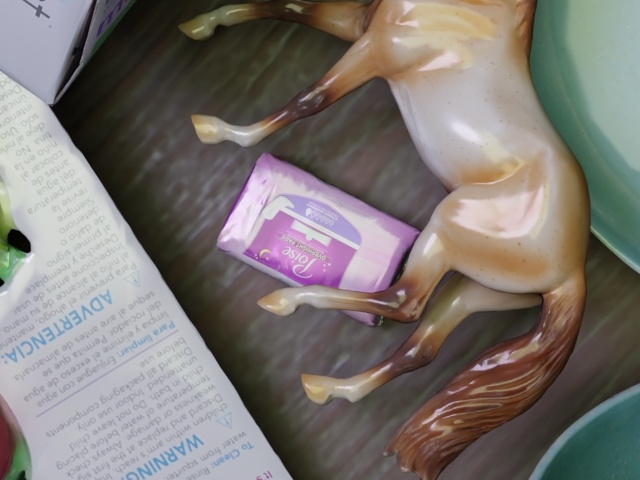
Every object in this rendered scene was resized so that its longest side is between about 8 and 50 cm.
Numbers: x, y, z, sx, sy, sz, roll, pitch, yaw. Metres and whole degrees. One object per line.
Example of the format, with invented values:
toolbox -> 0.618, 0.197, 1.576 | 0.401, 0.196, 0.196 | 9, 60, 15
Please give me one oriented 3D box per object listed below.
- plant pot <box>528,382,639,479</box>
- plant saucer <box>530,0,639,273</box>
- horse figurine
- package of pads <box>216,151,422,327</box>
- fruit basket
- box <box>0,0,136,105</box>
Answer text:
plant pot -> 0.213, 0.202, 0.669 | 0.290, 0.290, 0.195 | 4, 120, 5
plant saucer -> 0.233, -0.113, 0.767 | 0.318, 0.044, 0.317 | 0, 89, 6
horse figurine -> 0.044, -0.034, 0.736 | 0.175, 0.066, 0.263 | -20, 81, 12
package of pads -> 0.000, 0.000, 0.790 | 0.083, 0.032, 0.050 | 27, 90, 5
fruit basket -> -0.231, 0.053, 0.772 | 0.327, 0.165, 0.353 | -32, 103, 6
box -> -0.116, -0.232, 0.693 | 0.231, 0.127, 0.262 | 34, 63, -4
